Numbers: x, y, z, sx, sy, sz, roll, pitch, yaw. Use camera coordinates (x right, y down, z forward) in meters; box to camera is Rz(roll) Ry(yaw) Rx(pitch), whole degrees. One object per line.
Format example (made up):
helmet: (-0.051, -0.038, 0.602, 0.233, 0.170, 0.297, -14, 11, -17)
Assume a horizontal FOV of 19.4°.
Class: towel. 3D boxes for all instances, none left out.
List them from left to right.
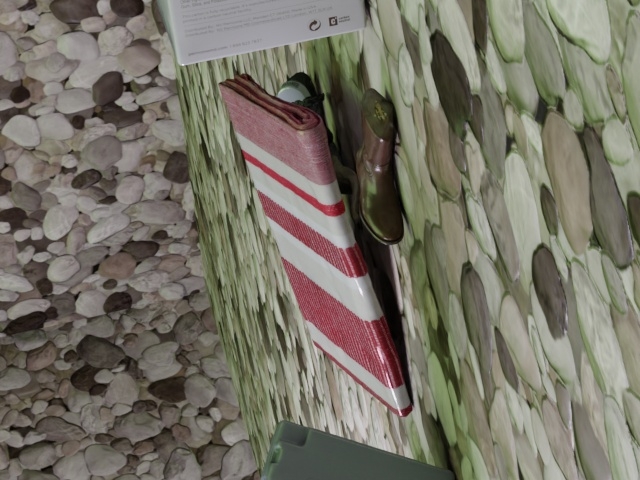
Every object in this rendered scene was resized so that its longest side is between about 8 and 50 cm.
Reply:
towel: (0.000, 0.000, 1.901, 0.237, 0.037, 0.329, 38, 150, 62)

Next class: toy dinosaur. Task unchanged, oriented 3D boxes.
toy dinosaur: (-0.001, -0.088, 1.946, 0.268, 0.064, 0.118, -158, 52, -75)

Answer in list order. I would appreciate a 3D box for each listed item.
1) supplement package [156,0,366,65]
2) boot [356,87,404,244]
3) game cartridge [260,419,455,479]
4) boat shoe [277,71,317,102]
supplement package: (-0.075, -0.331, 1.621, 0.177, 0.175, 0.293, -112, 12, -55)
boot: (0.055, -0.066, 1.659, 0.114, 0.037, 0.106, 100, 155, -59)
game cartridge: (0.015, 0.332, 1.700, 0.062, 0.198, 0.297, 146, 142, -72)
boat shoe: (-0.014, -0.118, 2.052, 0.040, 0.049, 0.142, -60, -32, -48)
